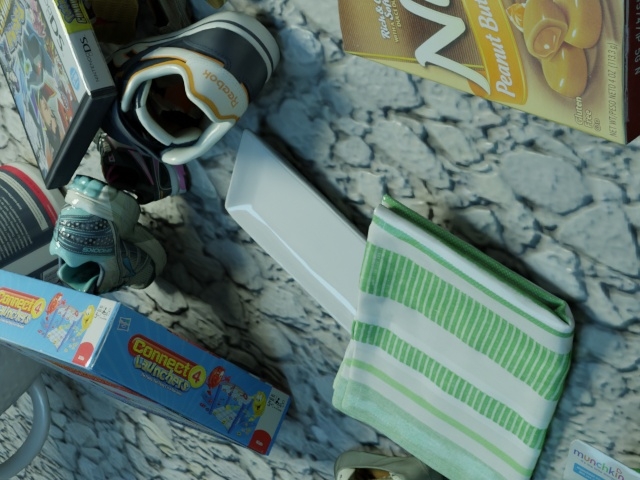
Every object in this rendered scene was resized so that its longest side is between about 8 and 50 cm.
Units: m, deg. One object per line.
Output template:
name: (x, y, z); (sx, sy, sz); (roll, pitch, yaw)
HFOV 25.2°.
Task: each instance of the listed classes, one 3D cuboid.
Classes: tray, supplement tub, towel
tray: (0.000, 0.000, 1.587); (0.270, 0.030, 0.145); (44, 145, 21)
supplement tub: (-0.495, 0.021, 2.025); (0.191, 0.272, 0.191); (32, 138, 34)
towel: (0.130, 0.128, 1.481); (0.248, 0.038, 0.325); (31, 139, 20)

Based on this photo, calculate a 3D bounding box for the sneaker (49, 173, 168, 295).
sneaker: (-0.282, 0.017, 1.807); (0.110, 0.122, 0.283); (24, 165, 16)

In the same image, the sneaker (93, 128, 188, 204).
sneaker: (-0.247, -0.107, 1.779); (0.178, 0.077, 0.072); (35, 140, 31)

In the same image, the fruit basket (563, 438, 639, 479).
fruit basket: (0.370, 0.363, 1.322); (0.353, 0.165, 0.327); (20, 133, 22)

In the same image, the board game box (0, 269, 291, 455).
board game box: (-0.245, 0.154, 1.824); (0.308, 0.086, 0.302); (11, 162, 48)

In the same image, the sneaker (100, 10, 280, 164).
sneaker: (-0.182, -0.152, 1.581); (0.126, 0.127, 0.321); (44, 147, -19)

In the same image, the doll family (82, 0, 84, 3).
doll family: (-0.325, -0.329, 1.710); (0.111, 0.076, 0.193); (39, 145, 19)

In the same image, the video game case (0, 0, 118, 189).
video game case: (-0.319, -0.219, 1.639); (0.248, 0.035, 0.275); (67, 153, 11)

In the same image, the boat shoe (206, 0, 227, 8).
boat shoe: (-0.137, -0.314, 1.500); (0.152, 0.049, 0.056); (54, 165, -1)

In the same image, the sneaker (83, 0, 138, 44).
sneaker: (-0.239, -0.286, 1.650); (0.185, 0.070, 0.084); (148, 125, -69)

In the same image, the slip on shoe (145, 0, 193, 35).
slip on shoe: (-0.167, -0.241, 1.602); (0.051, 0.041, 0.135); (16, 128, 45)

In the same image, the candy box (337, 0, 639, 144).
candy box: (0.146, -0.214, 1.176); (0.316, 0.087, 0.183); (24, 134, 40)

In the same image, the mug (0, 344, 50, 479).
mug: (-0.560, 0.210, 2.203); (0.276, 0.328, 0.374); (4, 124, 55)

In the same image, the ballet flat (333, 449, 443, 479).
ballet flat: (0.061, 0.290, 1.702); (0.213, 0.068, 0.072); (-14, 104, 56)
